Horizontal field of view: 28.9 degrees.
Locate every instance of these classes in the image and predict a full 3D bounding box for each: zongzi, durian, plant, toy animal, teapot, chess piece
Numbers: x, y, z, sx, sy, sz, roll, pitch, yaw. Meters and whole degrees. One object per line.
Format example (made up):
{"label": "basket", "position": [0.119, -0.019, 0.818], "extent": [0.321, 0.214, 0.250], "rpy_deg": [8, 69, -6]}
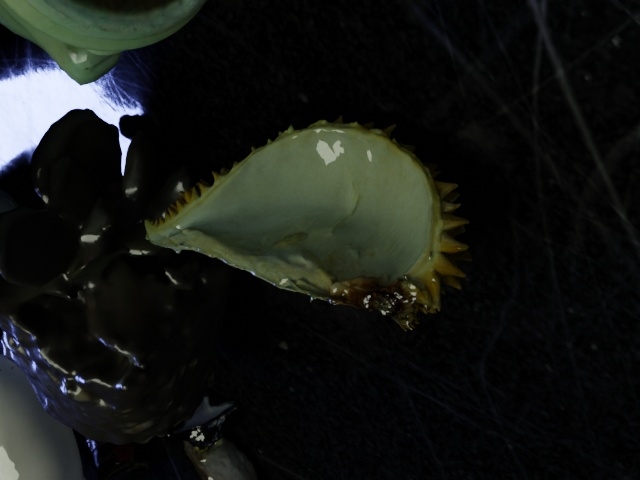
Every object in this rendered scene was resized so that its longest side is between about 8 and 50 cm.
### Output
{"label": "zongzi", "position": [-0.231, 0.248, 1.447], "extent": [0.067, 0.073, 0.083], "rpy_deg": [-50, 45, 38]}
{"label": "durian", "position": [0.000, 0.000, 0.883], "extent": [0.252, 0.139, 0.144], "rpy_deg": [26, 143, 29]}
{"label": "plant", "position": [-0.181, 0.042, 1.084], "extent": [0.188, 0.199, 0.276], "rpy_deg": [23, 141, 23]}
{"label": "toy animal", "position": [-0.098, 0.229, 1.283], "extent": [0.202, 0.070, 0.105], "rpy_deg": [54, 156, -16]}
{"label": "teapot", "position": [-0.328, 0.206, 1.367], "extent": [0.208, 0.166, 0.299], "rpy_deg": [-175, 78, -69]}
{"label": "chess piece", "position": [-0.191, -0.205, 0.915], "extent": [0.175, 0.176, 0.298], "rpy_deg": [59, 157, -13]}

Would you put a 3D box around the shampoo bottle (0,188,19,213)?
{"label": "shampoo bottle", "position": [-0.389, -0.003, 1.350], "extent": [0.262, 0.085, 0.085], "rpy_deg": [-21, 106, 53]}
